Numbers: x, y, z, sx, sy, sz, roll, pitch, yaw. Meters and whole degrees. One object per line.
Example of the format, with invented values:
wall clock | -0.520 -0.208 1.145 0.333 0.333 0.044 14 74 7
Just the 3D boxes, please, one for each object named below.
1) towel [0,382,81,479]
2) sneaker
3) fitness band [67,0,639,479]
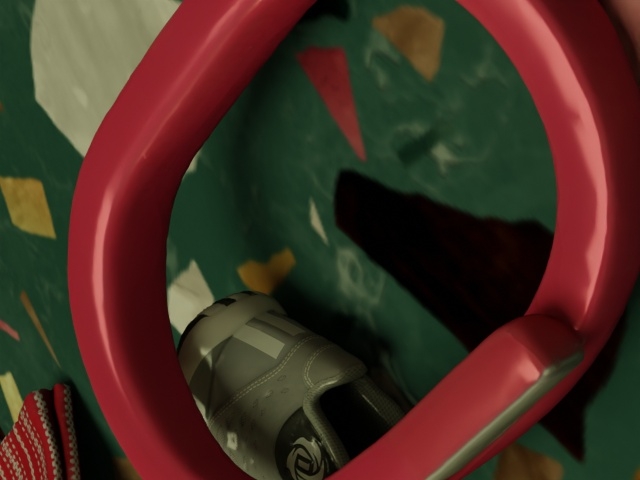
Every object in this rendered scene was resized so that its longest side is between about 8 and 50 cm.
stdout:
towel | -0.212 0.233 0.957 0.275 0.031 0.199 -45 50 53
sneaker | -0.002 0.145 0.656 0.132 0.086 0.229 20 125 42
fitness band | 0.000 0.000 0.540 0.291 0.054 0.209 -46 67 39
